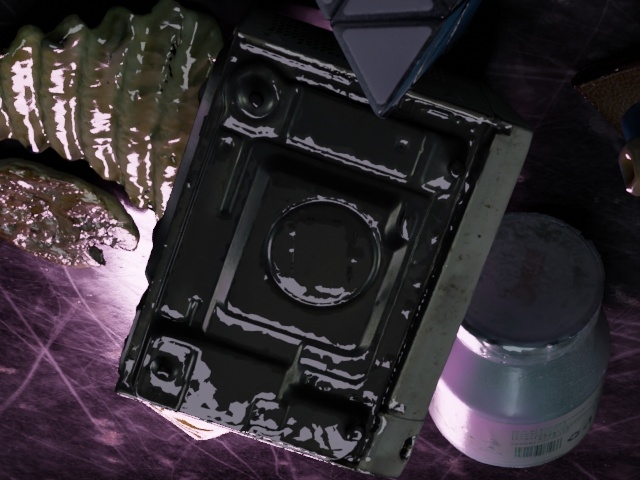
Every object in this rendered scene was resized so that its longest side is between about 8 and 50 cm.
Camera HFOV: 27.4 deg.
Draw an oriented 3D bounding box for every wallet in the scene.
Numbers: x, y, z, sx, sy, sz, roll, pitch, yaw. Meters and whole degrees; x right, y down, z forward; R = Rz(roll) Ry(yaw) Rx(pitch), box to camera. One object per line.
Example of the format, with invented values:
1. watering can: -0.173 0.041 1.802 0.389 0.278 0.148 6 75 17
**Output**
1. wallet: 0.392 -0.125 1.421 0.133 0.039 0.243 -12 142 44

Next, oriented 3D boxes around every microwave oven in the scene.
1. microwave oven: 0.000 0.000 1.352 0.333 0.247 0.394 18 106 -5

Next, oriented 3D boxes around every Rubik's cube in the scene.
1. Rubik's cube: 0.088 -0.263 1.207 0.233 0.228 0.228 -17 -159 -22

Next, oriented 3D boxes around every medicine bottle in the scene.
1. medicine bottle: 0.251 0.122 1.677 0.245 0.245 0.290 6 145 10

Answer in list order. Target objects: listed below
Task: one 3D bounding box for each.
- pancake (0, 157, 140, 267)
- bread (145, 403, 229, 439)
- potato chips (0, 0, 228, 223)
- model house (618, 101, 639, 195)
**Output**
1. pancake: -0.368 -0.038 1.809 0.254 0.037 0.253 13 150 8
2. bread: -0.130 0.183 1.938 0.156 0.204 0.288 33 139 -24
3. potato chips: -0.218 -0.135 1.558 0.373 0.097 0.389 33 146 -18
4. model house: 0.493 -0.020 1.121 0.400 0.395 0.445 0 152 -14
